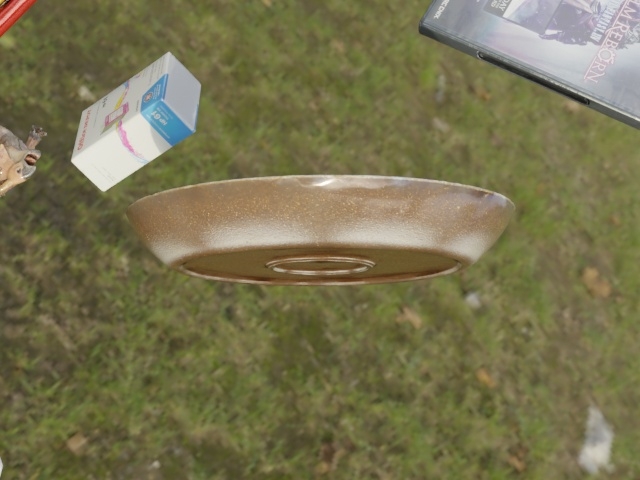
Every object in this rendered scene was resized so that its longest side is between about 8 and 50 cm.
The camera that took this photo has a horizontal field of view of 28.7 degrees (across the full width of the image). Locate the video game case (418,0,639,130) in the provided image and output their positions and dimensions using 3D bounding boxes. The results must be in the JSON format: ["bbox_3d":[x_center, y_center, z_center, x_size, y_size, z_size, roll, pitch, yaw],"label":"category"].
[{"bbox_3d":[0.272,-0.249,1.355,0.274,0.026,0.196,26,70,15],"label":"video game case"}]

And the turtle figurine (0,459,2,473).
[{"bbox_3d":[-0.524,0.453,1.592,0.266,0.275,0.198,65,18,14],"label":"turtle figurine"}]

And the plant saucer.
[{"bbox_3d":[0.000,0.000,1.006,0.310,0.310,0.050,11,76,-49],"label":"plant saucer"}]

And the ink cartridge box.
[{"bbox_3d":[-0.183,-0.117,1.241,0.052,0.122,0.088,44,27,-30],"label":"ink cartridge box"}]

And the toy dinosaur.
[{"bbox_3d":[-0.507,-0.098,1.881,0.127,0.295,0.200,25,51,-14],"label":"toy dinosaur"}]

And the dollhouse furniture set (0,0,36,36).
[{"bbox_3d":[-0.059,-0.226,0.678,0.152,0.374,0.201,44,1,-15],"label":"dollhouse furniture set"}]
